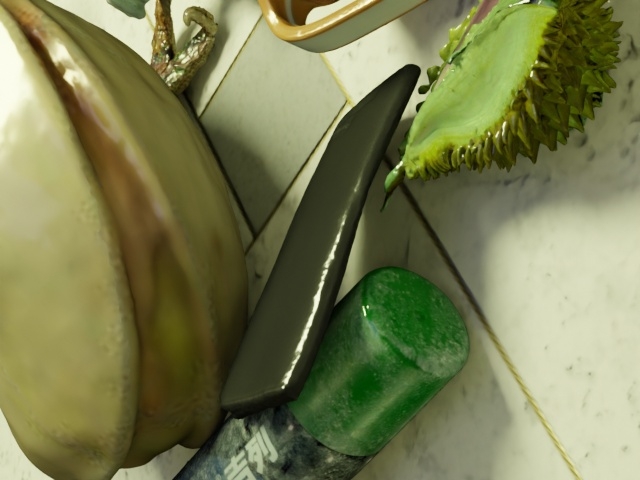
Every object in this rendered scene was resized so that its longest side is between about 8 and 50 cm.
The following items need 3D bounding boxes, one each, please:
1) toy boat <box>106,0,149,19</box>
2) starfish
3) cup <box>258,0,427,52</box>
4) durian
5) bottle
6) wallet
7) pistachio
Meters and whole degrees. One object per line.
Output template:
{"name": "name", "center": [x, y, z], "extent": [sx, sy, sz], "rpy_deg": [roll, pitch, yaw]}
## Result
{"name": "toy boat", "center": [-0.143, -0.277, 1.110], "extent": [0.115, 0.114, 0.262], "rpy_deg": [-35, 46, 23]}
{"name": "starfish", "center": [-0.144, -0.119, 1.162], "extent": [0.150, 0.053, 0.209], "rpy_deg": [-140, 61, -62]}
{"name": "cup", "center": [0.048, -0.246, 0.832], "extent": [0.264, 0.182, 0.226], "rpy_deg": [-11, 70, 44]}
{"name": "durian", "center": [0.118, -0.100, 0.773], "extent": [0.221, 0.095, 0.137], "rpy_deg": [-42, 16, 55]}
{"name": "bottle", "center": [-0.026, 0.149, 0.904], "extent": [0.330, 0.093, 0.093], "rpy_deg": [-50, 48, 34]}
{"name": "wallet", "center": [-0.001, 0.000, 0.858], "extent": [0.124, 0.025, 0.244], "rpy_deg": [-31, 34, 64]}
{"name": "pistachio", "center": [-0.224, -0.013, 1.020], "extent": [0.445, 0.281, 0.365], "rpy_deg": [56, 147, 19]}
